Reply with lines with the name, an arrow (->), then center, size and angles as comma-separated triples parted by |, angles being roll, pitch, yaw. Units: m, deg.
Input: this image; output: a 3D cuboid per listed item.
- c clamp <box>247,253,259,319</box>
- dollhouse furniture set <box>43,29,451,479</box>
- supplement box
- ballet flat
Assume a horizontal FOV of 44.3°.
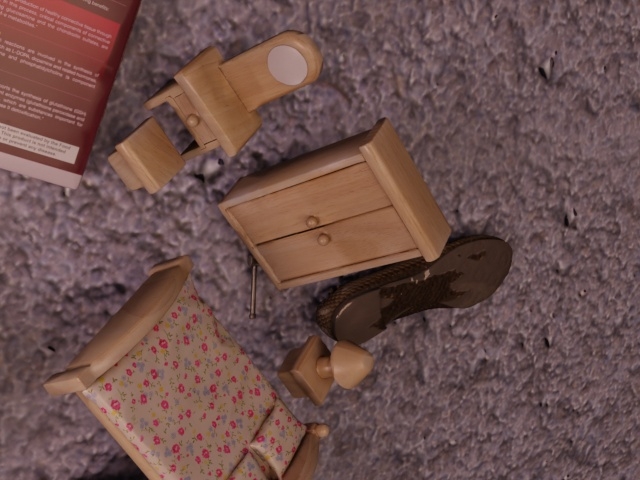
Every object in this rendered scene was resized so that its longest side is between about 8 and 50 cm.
c clamp -> 0.000, 0.000, 0.780 | 0.161, 0.022, 0.137 | -6, 102, -25
dollhouse furniture set -> -0.059, 0.055, 0.557 | 0.303, 0.174, 0.355 | 56, 40, -21
supplement box -> -0.211, -0.172, 0.582 | 0.130, 0.073, 0.239 | 17, 96, -32
ballet flat -> 0.101, 0.046, 0.832 | 0.250, 0.058, 0.084 | -19, 116, -28
